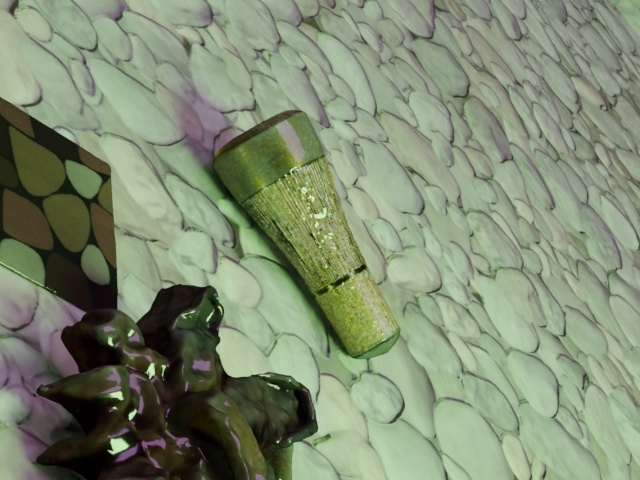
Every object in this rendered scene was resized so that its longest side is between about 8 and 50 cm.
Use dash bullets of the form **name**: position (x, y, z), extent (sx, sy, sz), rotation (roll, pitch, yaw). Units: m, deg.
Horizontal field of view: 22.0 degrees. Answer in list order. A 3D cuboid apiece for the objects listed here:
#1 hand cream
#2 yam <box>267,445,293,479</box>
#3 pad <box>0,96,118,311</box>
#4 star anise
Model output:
- **hand cream**: position (0.000, 0.000, 1.281), extent (0.203, 0.084, 0.084), rotation (59, 25, 0)
- **yam**: position (-0.029, 0.166, 1.077), extent (0.021, 0.021, 0.116), rotation (42, 27, -22)
- **pad**: position (-0.218, -0.049, 1.052), extent (0.235, 0.003, 0.158), rotation (33, 32, -36)
- **star anise**: position (-0.067, 0.127, 0.976), extent (0.220, 0.099, 0.214), rotation (56, 35, 7)
